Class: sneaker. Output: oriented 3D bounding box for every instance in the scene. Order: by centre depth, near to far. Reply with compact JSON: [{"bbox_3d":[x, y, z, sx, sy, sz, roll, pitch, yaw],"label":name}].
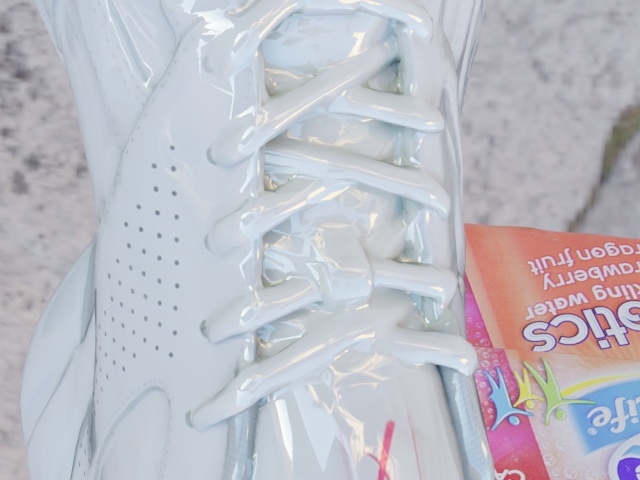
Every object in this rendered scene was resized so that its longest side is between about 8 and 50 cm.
[{"bbox_3d":[0.000,0.000,0.337,0.090,0.115,0.232,-10,129,-17],"label":"sneaker"}]

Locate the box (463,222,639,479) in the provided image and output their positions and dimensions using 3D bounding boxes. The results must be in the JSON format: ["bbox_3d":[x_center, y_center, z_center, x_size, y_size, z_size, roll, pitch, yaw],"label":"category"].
[{"bbox_3d":[0.091,0.146,0.731,0.300,0.154,0.142,99,-3,-47],"label":"box"}]
